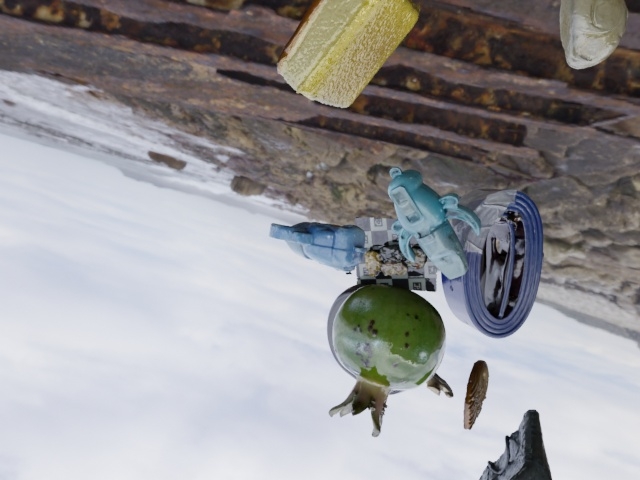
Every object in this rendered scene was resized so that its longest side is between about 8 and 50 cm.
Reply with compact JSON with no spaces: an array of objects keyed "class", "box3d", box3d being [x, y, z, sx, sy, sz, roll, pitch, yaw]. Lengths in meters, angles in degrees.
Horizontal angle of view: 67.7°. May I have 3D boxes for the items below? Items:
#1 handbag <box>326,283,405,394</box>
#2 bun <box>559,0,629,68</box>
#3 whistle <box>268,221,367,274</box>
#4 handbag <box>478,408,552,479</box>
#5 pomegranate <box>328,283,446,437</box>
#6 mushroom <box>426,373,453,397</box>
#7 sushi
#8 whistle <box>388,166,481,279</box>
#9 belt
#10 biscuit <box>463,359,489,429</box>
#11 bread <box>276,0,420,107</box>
[{"class":"handbag","box3d":[0.141,0.242,1.209,0.093,0.254,0.308,2,-164,-41]},{"class":"bun","box3d":[0.546,-0.438,0.952,0.113,0.173,0.167,-4,-157,21]},{"class":"whistle","box3d":[0.000,0.000,0.966,0.180,0.093,0.269,4,-172,-39]},{"class":"handbag","box3d":[0.344,0.455,0.881,0.088,0.271,0.175,22,-152,8]},{"class":"pomegranate","box3d":[0.093,0.178,0.734,0.181,0.224,0.181,23,164,7]},{"class":"mushroom","box3d":[0.246,0.307,1.033,0.101,0.019,0.049,33,-145,-4]},{"class":"sushi","box3d":[0.185,0.041,1.209,0.215,0.192,0.050,2,-166,19]},{"class":"whistle","box3d":[0.227,-0.039,1.015,0.186,0.274,0.093,-27,-171,38]},{"class":"belt","box3d":[0.405,0.050,1.140,0.212,0.347,0.117,1,-172,-12]},{"class":"biscuit","box3d":[0.462,0.455,1.410,0.031,0.229,0.176,1,144,32]},{"class":"bread","box3d":[0.075,-0.496,1.165,0.143,0.333,0.323,46,-159,10]}]
